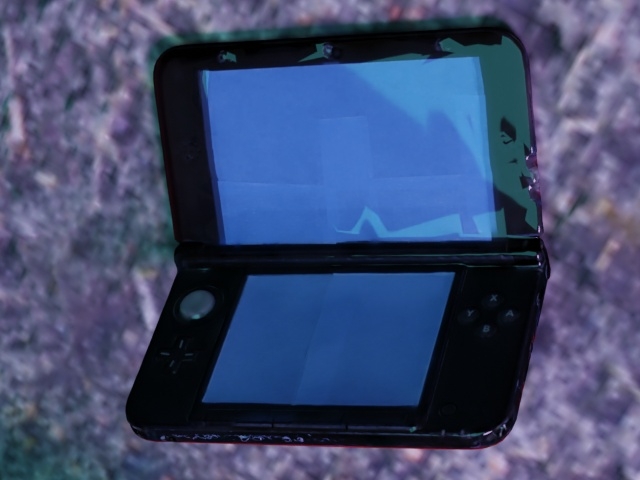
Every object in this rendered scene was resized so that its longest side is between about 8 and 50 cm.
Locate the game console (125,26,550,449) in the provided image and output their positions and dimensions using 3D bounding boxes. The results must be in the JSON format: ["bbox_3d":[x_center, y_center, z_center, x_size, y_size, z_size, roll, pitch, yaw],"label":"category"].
[{"bbox_3d":[0.000,0.000,0.650,0.144,0.124,0.085,-1,136,22],"label":"game console"}]
